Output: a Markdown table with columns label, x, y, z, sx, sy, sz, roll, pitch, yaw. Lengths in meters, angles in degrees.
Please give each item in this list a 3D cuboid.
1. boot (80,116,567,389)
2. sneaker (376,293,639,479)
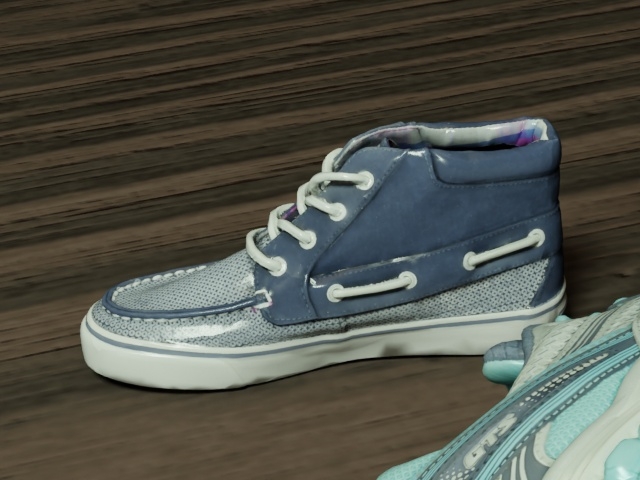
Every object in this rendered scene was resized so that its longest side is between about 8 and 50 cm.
| label | x | y | z | sx | sy | sz | roll | pitch | yaw |
| --- | --- | --- | --- | --- | --- | --- | --- | --- | --- |
| boot | 0.000 | 0.000 | 0.623 | 0.190 | 0.086 | 0.069 | -7 | 26 | -7 |
| sneaker | 0.117 | 0.041 | 0.505 | 0.122 | 0.110 | 0.283 | 1 | 18 | 40 |
